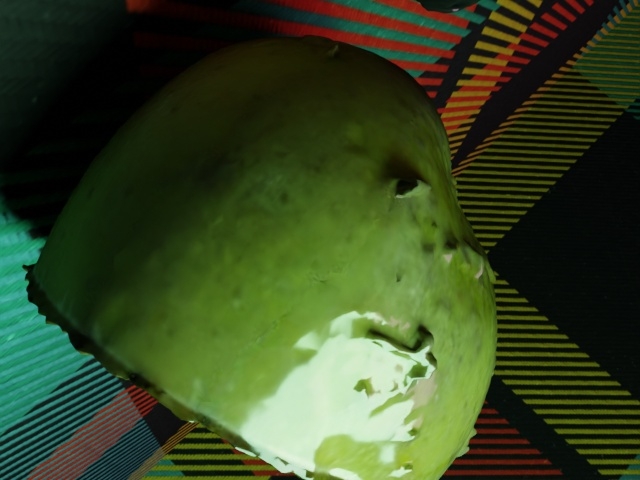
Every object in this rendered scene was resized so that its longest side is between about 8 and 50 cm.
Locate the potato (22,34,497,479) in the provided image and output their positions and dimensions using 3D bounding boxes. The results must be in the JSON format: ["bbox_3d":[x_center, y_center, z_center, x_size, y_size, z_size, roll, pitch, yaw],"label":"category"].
[{"bbox_3d":[0.000,0.000,0.659,0.319,0.385,0.442,-58,180,-1],"label":"potato"}]

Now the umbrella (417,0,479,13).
[{"bbox_3d":[0.154,-0.348,0.691,0.118,0.118,0.340,-41,167,-27],"label":"umbrella"}]
